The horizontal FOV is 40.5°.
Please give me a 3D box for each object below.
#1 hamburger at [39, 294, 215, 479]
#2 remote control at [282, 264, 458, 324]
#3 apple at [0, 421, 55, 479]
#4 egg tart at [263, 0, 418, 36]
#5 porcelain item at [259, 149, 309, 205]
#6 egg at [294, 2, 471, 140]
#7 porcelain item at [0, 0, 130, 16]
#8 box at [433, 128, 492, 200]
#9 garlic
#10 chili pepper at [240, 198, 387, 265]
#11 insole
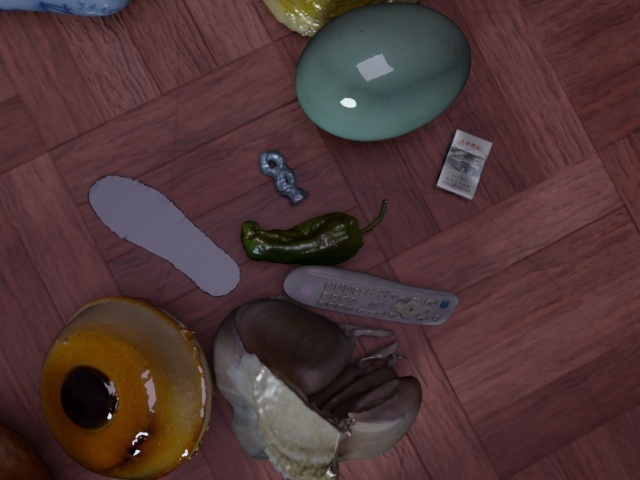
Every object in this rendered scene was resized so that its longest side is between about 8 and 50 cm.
[{"bbox_3d":[-0.229,0.178,1.040,0.237,0.147,0.237,2,96,26],"label":"hamburger"},{"bbox_3d":[0.064,0.067,1.134,0.229,0.073,0.044,9,49,-9],"label":"remote control"},{"bbox_3d":[-0.424,0.358,0.971,0.301,0.301,0.301,0,87,-5],"label":"apple"},{"bbox_3d":[0.027,-0.380,1.146,0.252,0.098,0.232,15,82,0],"label":"egg tart"},{"bbox_3d":[-0.050,-0.085,1.149,0.036,0.028,0.083,-39,89,-4],"label":"porcelain item"},{"bbox_3d":[0.080,-0.214,1.099,0.231,0.168,0.168,-16,88,-10],"label":"egg"},{"bbox_3d":[-0.336,-0.345,1.092,0.259,0.141,0.141,-10,88,2],"label":"porcelain item"},{"bbox_3d":[0.193,-0.102,1.175,0.054,0.024,0.083,21,85,-2],"label":"box"},{"bbox_3d":[-0.005,0.170,1.047,0.237,0.292,0.210,-8,99,18],"label":"garlic"},{"bbox_3d":[0.000,-0.001,1.128,0.204,0.072,0.073,-7,103,-11],"label":"chili pepper"},{"bbox_3d":[-0.203,-0.009,1.144,0.232,0.003,0.080,36,84,-2],"label":"insole"}]
